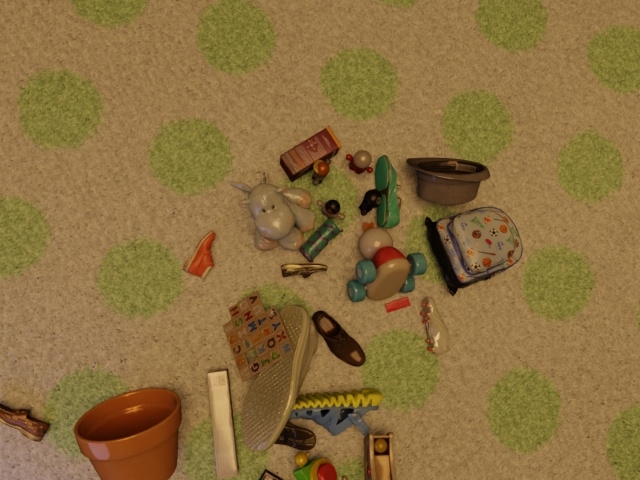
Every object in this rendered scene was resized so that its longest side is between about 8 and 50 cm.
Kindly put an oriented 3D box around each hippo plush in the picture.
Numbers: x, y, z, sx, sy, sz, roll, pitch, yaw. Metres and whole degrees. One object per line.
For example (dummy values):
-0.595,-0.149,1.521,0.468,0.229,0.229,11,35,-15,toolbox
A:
-0.129,-0.110,1.658,0.234,0.236,0.294,-21,87,-8,hippo plush

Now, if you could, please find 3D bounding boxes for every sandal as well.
-0.114,0.591,1.670,0.219,0.060,0.089,12,98,11,sandal
0.041,0.546,1.669,0.318,0.126,0.138,-1,88,-5,sandal

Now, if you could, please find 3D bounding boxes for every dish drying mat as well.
0.258,0.215,1.781,0.083,0.008,0.032,-17,87,-9,dish drying mat

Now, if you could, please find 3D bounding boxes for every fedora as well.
0.414,-0.191,1.759,0.276,0.243,0.124,-3,113,-15,fedora

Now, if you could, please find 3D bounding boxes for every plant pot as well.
-0.532,0.586,1.535,0.291,0.291,0.203,-10,101,-7,plant pot

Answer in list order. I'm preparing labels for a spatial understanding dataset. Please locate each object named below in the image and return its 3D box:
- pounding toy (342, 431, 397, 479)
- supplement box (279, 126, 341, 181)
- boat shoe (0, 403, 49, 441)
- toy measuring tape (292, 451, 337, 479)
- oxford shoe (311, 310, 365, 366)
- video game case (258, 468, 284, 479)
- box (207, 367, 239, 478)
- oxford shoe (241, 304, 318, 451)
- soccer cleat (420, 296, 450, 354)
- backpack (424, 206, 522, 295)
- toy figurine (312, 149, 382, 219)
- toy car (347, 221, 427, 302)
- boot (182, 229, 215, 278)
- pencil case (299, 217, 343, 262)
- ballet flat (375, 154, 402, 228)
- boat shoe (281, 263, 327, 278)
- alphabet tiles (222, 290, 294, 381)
0.153,0.729,1.635,0.155,0.154,0.269,1,79,-6,pounding toy
-0.035,-0.282,1.753,0.188,0.104,0.080,-33,88,-9,supplement box
-0.899,0.532,1.598,0.178,0.064,0.060,35,76,-8,boat shoe
0.031,0.783,1.645,0.121,0.121,0.330,-36,90,-8,toy measuring tape
0.060,0.322,1.705,0.227,0.096,0.083,44,80,-2,oxford shoe
-0.138,0.899,1.652,0.248,0.035,0.274,32,82,-2,video game case
-0.303,0.564,1.656,0.067,0.063,0.323,-7,85,-5,box
-0.112,0.423,1.638,0.169,0.130,0.449,8,73,32,oxford shoe
0.382,0.279,1.762,0.076,0.068,0.196,-9,92,-12,soccer cleat
0.515,0.008,1.740,0.264,0.213,0.276,-16,83,-18,backpack
0.082,-0.176,1.733,0.210,0.148,0.213,-11,86,-7,toy figurine
0.184,0.051,1.729,0.219,0.210,0.238,-7,55,-20,toy car
-0.367,0.045,1.711,0.085,0.059,0.157,30,90,-5,boot
0.000,0.000,1.747,0.151,0.070,0.064,-46,57,-8,pencil case
0.233,-0.161,1.792,0.087,0.083,0.247,4,83,-30,ballet flat
-0.052,0.100,1.740,0.152,0.056,0.049,0,89,3,boat shoe
-0.203,0.285,1.654,0.198,0.009,0.237,-34,63,15,alphabet tiles
